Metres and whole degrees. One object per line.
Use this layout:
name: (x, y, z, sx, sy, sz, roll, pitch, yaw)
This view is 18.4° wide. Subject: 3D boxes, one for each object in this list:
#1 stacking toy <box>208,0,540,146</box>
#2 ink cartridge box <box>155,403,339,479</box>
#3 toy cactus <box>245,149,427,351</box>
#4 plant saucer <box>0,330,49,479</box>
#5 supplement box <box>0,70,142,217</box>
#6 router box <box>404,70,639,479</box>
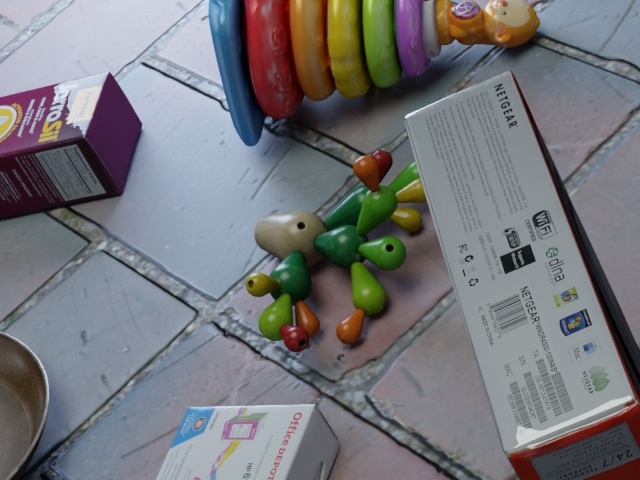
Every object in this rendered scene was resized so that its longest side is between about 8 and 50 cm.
stacking toy: (0.055, -0.200, 1.852, 0.301, 0.166, 0.175, -2, 40, 11)
ink cartridge box: (-0.058, 0.177, 1.553, 0.122, 0.052, 0.088, -3, 45, 29)
toy cactus: (0.000, 0.000, 1.690, 0.180, 0.112, 0.219, 10, 61, 52)
plant saucer: (-0.378, 0.189, 1.715, 0.310, 0.050, 0.311, -10, 35, 7)
supplement box: (-0.285, -0.092, 1.980, 0.188, 0.081, 0.104, -11, 41, 23)
router box: (0.172, 0.102, 1.285, 0.082, 0.301, 0.335, -24, 39, 9)
